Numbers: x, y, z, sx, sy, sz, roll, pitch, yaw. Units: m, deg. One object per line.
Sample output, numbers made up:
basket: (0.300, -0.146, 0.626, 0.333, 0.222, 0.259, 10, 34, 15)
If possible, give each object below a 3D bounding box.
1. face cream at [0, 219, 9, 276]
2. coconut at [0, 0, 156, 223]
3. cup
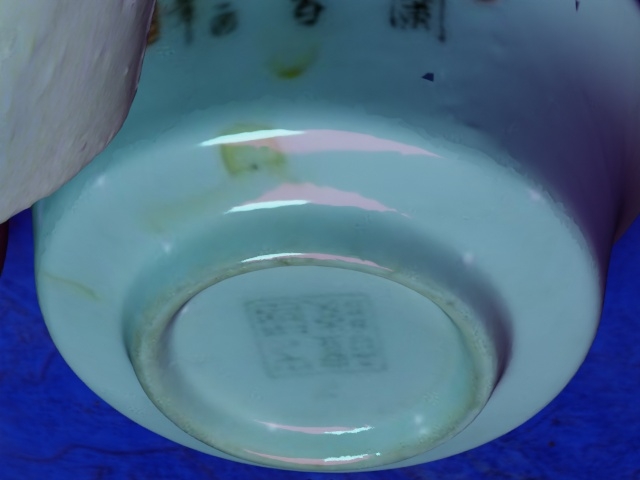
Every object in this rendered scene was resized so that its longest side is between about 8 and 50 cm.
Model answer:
face cream: (-0.233, -0.020, 0.908, 0.175, 0.175, 0.195, 9, 151, -6)
coconut: (-0.188, -0.140, 0.693, 0.297, 0.297, 0.309, 12, 133, -10)
cup: (0.000, 0.000, 0.942, 0.347, 0.163, 0.347, 2, 140, 2)
